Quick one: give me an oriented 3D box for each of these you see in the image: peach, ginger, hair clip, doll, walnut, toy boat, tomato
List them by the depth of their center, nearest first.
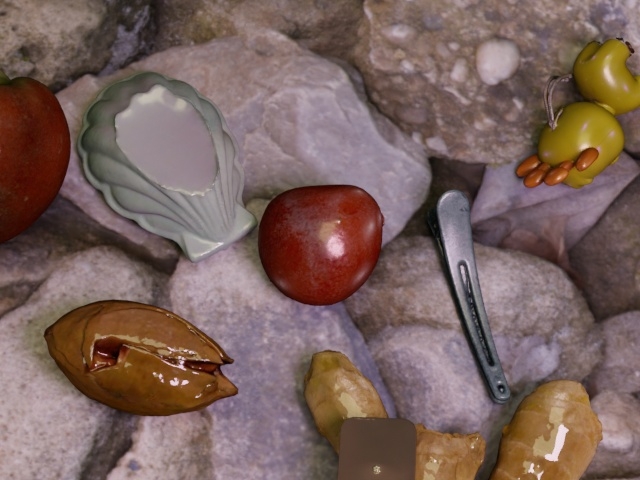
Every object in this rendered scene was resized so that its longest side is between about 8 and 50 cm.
[{"bbox_3d":[0.141,0.318,1.681,0.363,0.122,0.348,9,74,-1],"label":"ginger"},{"bbox_3d":[-0.216,0.145,1.716,0.245,0.137,0.137,18,70,-6],"label":"walnut"},{"bbox_3d":[-0.442,-0.112,1.747,0.252,0.252,0.252,1,70,-2],"label":"peach"},{"bbox_3d":[0.000,0.000,1.766,0.167,0.167,0.167,1,70,-2],"label":"tomato"},{"bbox_3d":[0.196,0.075,1.799,0.048,0.083,0.275,-13,78,-15],"label":"hair clip"},{"bbox_3d":[-0.198,-0.113,1.825,0.199,0.100,0.290,-34,73,-13],"label":"toy boat"},{"bbox_3d":[0.345,-0.150,1.850,0.135,0.143,0.221,47,70,-22],"label":"doll"}]

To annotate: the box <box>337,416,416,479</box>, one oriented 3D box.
[{"bbox_3d":[0.065,0.268,1.630,0.091,0.031,0.126,0,64,6],"label":"box"}]
